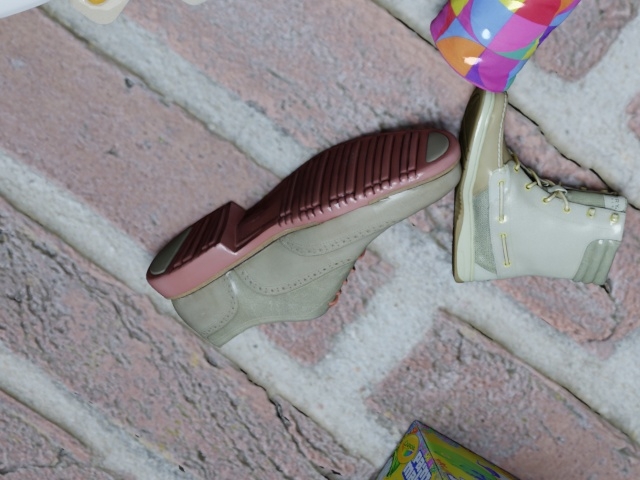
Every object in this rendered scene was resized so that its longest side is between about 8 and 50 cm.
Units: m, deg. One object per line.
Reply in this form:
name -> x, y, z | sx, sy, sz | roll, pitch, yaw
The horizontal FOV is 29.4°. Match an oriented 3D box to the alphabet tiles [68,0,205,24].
alphabet tiles -> -0.185, -0.348, 1.104 | 0.284, 0.021, 0.278 | 35, 110, -12

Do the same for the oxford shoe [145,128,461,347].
oxford shoe -> 0.000, 0.000, 1.208 | 0.348, 0.123, 0.130 | -23, 115, 26

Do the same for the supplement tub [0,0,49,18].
supplement tub -> -0.294, -0.328, 1.003 | 0.191, 0.191, 0.272 | -15, 112, 11

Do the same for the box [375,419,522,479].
box -> 0.114, 0.382, 1.242 | 0.177, 0.290, 0.279 | 31, 98, -10

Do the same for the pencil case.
pencil case -> 0.198, -0.238, 1.065 | 0.104, 0.104, 0.236 | 35, 124, -12

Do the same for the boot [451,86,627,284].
boot -> 0.214, -0.050, 1.184 | 0.165, 0.077, 0.213 | 3, 120, 4
